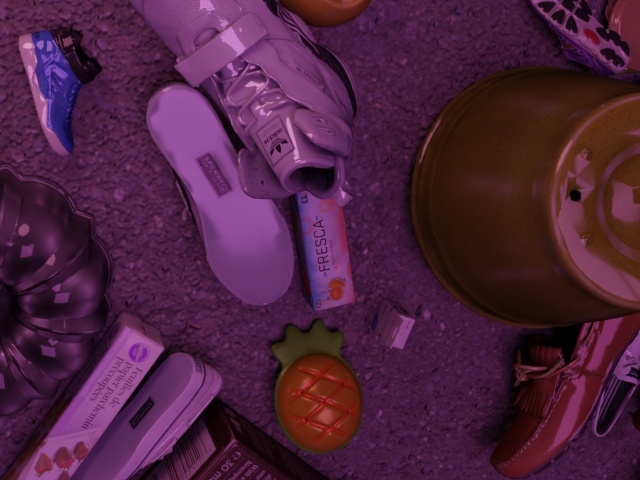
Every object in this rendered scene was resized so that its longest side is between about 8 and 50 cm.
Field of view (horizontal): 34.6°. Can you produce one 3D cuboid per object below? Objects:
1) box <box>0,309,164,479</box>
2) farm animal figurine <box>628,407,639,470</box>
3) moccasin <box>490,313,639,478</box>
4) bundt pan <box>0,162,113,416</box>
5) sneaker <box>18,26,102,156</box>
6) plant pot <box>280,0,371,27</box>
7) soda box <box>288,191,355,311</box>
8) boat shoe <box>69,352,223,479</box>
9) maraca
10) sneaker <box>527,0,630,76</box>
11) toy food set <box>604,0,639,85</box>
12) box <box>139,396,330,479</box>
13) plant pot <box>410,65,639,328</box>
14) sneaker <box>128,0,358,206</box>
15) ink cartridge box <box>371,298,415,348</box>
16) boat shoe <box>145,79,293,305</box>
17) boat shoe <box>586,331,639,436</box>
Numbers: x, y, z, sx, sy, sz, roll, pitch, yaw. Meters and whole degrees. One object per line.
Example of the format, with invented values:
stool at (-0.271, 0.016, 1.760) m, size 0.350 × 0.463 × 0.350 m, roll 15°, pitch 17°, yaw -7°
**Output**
box at (-0.328, 0.244, 1.369) m, size 0.063 × 0.067 × 0.324 m, roll 34°, pitch 97°, yaw -24°
farm animal figurine at (0.611, 0.276, 1.617) m, size 0.330 × 0.172 × 0.326 m, roll -38°, pitch 127°, yaw -10°
moccasin at (0.356, 0.179, 1.515) m, size 0.147 × 0.139 × 0.380 m, roll 29°, pitch 101°, yaw -7°
bundt pan at (-0.412, 0.076, 1.255) m, size 0.331 × 0.124 × 0.330 m, roll -5°, pitch 109°, yaw -16°
sneaker at (-0.301, -0.181, 1.236) m, size 0.085 × 0.058 × 0.152 m, roll -14°, pitch 105°, yaw -3°
plant pot at (0.018, -0.325, 1.264) m, size 0.134 × 0.095 × 0.134 m, roll -5°, pitch 109°, yaw -16°
soda box at (0.000, 0.000, 1.388) m, size 0.063 × 0.058 × 0.183 m, roll -13°, pitch 110°, yaw -12°
boat shoe at (-0.232, 0.265, 1.390) m, size 0.258 × 0.095 × 0.084 m, roll -44°, pitch 137°, yaw 11°
maraca at (-0.006, 0.205, 1.438) m, size 0.127 × 0.099 × 0.185 m, roll -10°, pitch 84°, yaw -16°
sneaker at (0.339, -0.278, 1.395) m, size 0.170 × 0.071 × 0.068 m, roll 42°, pitch 60°, yaw -10°
toy food set at (0.447, -0.298, 1.439) m, size 0.132 × 0.038 × 0.192 m, roll -25°, pitch 108°, yaw -15°
box at (-0.064, 0.418, 1.468) m, size 0.381 × 0.143 × 0.191 m, roll 40°, pitch 93°, yaw -26°
plant pot at (0.332, -0.050, 1.261) m, size 0.367 × 0.353 × 0.366 m, roll -1°, pitch 93°, yaw -9°
sneaker at (-0.079, -0.183, 1.179) m, size 0.137 × 0.210 × 0.366 m, roll -33°, pitch 134°, yaw 26°
ink cartridge box at (0.105, 0.120, 1.446) m, size 0.028 × 0.083 × 0.048 m, roll 17°, pitch 102°, yaw -21°
boat shoe at (-0.131, -0.062, 1.304) m, size 0.113 × 0.105 × 0.306 m, roll -32°, pitch 108°, yaw 0°
boat shoe at (0.469, 0.200, 1.586) m, size 0.083 × 0.076 × 0.226 m, roll 16°, pitch 103°, yaw -21°
